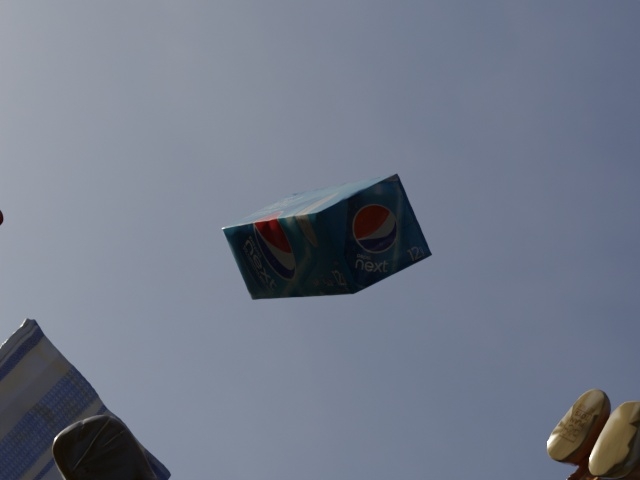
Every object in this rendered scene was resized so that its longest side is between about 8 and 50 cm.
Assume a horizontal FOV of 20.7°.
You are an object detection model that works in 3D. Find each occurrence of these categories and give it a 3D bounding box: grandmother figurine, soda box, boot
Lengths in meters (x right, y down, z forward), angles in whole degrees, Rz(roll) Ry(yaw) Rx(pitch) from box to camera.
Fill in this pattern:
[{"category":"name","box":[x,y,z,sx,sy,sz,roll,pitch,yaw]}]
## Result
[{"category":"grandmother figurine","box":[0.356,0.260,1.573,0.342,0.104,0.208,38,-1,-21]},{"category":"soda box","box":[0.000,0.000,1.332,0.067,0.071,0.210,66,-22,-6]},{"category":"boot","box":[-0.153,0.305,1.560,0.262,0.095,0.203,49,-22,47]}]

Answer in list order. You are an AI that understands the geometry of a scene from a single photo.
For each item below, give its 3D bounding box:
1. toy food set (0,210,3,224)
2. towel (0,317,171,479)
[{"category":"toy food set","box":[-0.337,-0.031,1.631,0.083,0.083,0.020,59,-43,30]},{"category":"towel","box":[-0.329,0.259,2.174,0.285,0.209,0.034,50,-42,-10]}]
